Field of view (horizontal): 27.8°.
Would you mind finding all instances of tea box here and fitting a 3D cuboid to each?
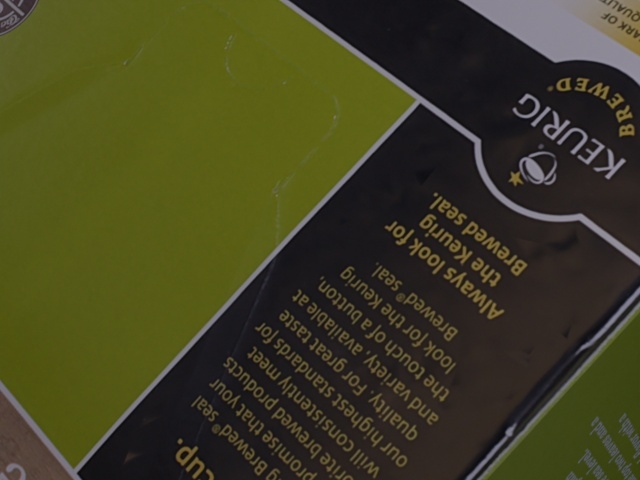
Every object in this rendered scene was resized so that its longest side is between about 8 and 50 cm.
[{"bbox_3d":[0.000,0.000,0.541,0.323,0.220,0.329,-46,57,-4],"label":"tea box"}]
